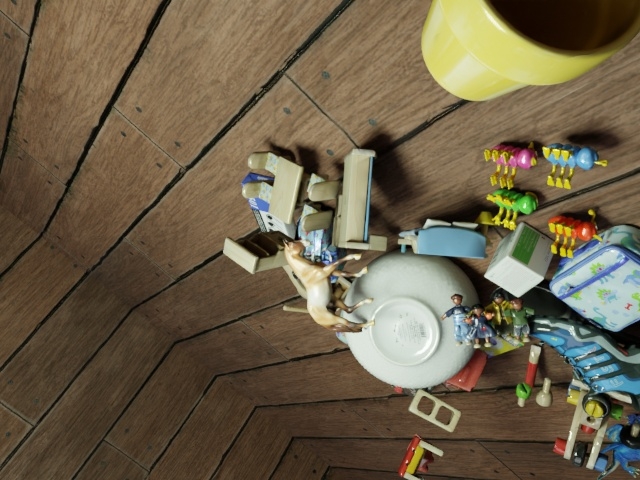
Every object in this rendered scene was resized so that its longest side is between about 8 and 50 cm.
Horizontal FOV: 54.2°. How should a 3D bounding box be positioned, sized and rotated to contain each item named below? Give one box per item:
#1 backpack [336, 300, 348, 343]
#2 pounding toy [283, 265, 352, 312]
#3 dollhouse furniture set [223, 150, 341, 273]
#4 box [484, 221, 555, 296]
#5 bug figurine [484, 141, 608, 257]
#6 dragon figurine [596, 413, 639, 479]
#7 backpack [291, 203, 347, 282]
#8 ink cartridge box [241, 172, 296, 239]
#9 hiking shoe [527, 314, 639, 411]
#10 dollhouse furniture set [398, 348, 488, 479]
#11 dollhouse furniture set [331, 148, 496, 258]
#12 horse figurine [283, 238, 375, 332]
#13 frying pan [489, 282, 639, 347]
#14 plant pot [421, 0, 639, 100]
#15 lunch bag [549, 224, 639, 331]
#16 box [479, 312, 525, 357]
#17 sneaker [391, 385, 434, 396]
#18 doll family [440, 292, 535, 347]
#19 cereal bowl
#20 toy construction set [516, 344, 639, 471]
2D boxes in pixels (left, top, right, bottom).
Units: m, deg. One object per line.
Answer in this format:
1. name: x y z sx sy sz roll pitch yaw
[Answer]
1. backpack: 0.166 0.203 1.665 0.225 0.191 0.253 31 144 8
2. pounding toy: -0.016 0.143 1.767 0.154 0.155 0.269 11 143 40
3. dollhouse furniture set: -0.107 -0.065 1.421 0.212 0.161 0.242 31 118 36
4. box: 0.409 0.040 1.279 0.087 0.101 0.102 32 149 2
5. bug figurine: 0.404 -0.094 1.127 0.216 0.072 0.279 20 152 34
6. dragon figurine: 0.787 0.538 1.631 0.144 0.085 0.289 35 145 2
7. backpack: 0.000 0.000 1.565 0.117 0.158 0.173 7 117 16
8. ink cartridge box: -0.133 -0.084 1.668 0.097 0.046 0.207 15 144 26
9. hiking shoe: 0.555 0.248 1.284 0.304 0.132 0.113 21 177 22
10. dollhouse furniture set: 0.280 0.424 1.629 0.152 0.374 0.201 27 170 10
11. dollhouse furniture set: 0.196 -0.070 1.359 0.304 0.198 0.286 5 180 -5
12. horse figurine: 0.024 0.113 1.362 0.175 0.066 0.263 -5 120 16
13. frying pan: 0.531 0.151 1.369 0.326 0.053 0.197 -4 134 42
14. plant pot: 0.253 -0.307 0.831 0.254 0.254 0.239 37 165 -5
15. lunch bag: 0.562 0.074 1.200 0.176 0.090 0.219 37 148 0
16. box: 0.442 0.237 1.582 0.105 0.043 0.179 36 148 -4
17. sneaker: 0.285 0.399 1.899 0.135 0.097 0.276 20 148 23
18. doll family: 0.354 0.163 1.333 0.193 0.076 0.111 -10 96 9
19. cereal bowl: 0.205 0.194 1.466 0.339 0.141 0.338 3 99 17
20. toy construction set: 0.609 0.342 1.457 0.309 0.258 0.237 33 138 44
